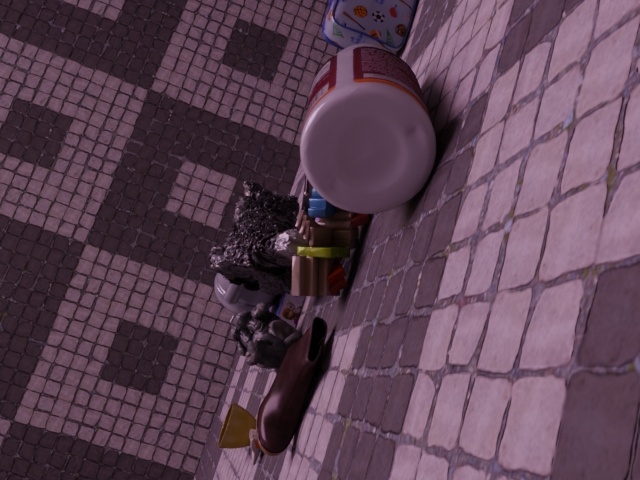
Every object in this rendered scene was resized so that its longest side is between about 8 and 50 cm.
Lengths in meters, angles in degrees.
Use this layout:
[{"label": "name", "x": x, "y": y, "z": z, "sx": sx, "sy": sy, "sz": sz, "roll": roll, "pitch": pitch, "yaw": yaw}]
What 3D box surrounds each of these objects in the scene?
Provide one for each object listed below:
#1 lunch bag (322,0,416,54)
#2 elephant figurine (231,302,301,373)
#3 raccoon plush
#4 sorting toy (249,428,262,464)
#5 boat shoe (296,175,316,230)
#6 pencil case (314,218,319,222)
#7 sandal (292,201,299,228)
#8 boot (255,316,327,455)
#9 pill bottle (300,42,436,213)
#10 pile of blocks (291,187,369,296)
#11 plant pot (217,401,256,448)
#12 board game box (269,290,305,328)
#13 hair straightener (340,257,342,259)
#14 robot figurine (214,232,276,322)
[{"label": "lunch bag", "x": 0.136, "y": -0.651, "z": 1.799, "sx": 0.115, "sy": 0.243, "sz": 0.304, "roll": 129, "pitch": 159, "yaw": -65}, {"label": "elephant figurine", "x": -0.134, "y": 0.288, "z": 1.742, "sx": 0.239, "sy": 0.186, "sz": 0.170, "roll": 36, "pitch": 145, "yaw": 56}, {"label": "raccoon plush", "x": -0.091, "y": -0.040, "z": 1.646, "sx": 0.446, "sy": 0.216, "sz": 0.299, "roll": -14, "pitch": 53, "yaw": 51}, {"label": "sorting toy", "x": -0.169, "y": 0.546, "z": 1.708, "sx": 0.083, "sy": 0.044, "sz": 0.075, "roll": -168, "pitch": 90, "yaw": -82}, {"label": "boat shoe", "x": -0.016, "y": -0.157, "z": 1.788, "sx": 0.112, "sy": 0.095, "sz": 0.335, "roll": -27, "pitch": -56, "yaw": -62}, {"label": "pencil case", "x": 0.000, "y": 0.000, "z": 1.695, "sx": 0.206, "sy": 0.088, "sz": 0.086, "roll": -70, "pitch": -13, "yaw": 13}, {"label": "sandal", "x": -0.093, "y": -0.038, "z": 2.479, "sx": 0.303, "sy": 0.086, "sz": 0.120, "roll": 96, "pitch": 180, "yaw": -52}, {"label": "boot", "x": -0.059, "y": 0.302, "z": 1.358, "sx": 0.207, "sy": 0.090, "sz": 0.249, "roll": 115, "pitch": 174, "yaw": -47}, {"label": "pill bottle", "x": 0.084, "y": -0.229, "z": 1.205, "sx": 0.392, "sy": 0.224, "sz": 0.224, "roll": -84, "pitch": 16, "yaw": -61}, {"label": "pile of blocks", "x": 0.039, "y": -0.041, "z": 1.394, "sx": 0.149, "sy": 0.112, "sz": 0.362, "roll": 43, "pitch": -124, "yaw": -52}, {"label": "plant pot", "x": -0.238, "y": 0.560, "z": 1.931, "sx": 0.134, "sy": 0.095, "sz": 0.134, "roll": -160, "pitch": 90, "yaw": -82}, {"label": "board game box", "x": -0.088, "y": 0.127, "z": 2.068, "sx": 0.318, "sy": 0.065, "sz": 0.319, "roll": 138, "pitch": 150, "yaw": -74}, {"label": "hair straightener", "x": 0.037, "y": 0.030, "z": 1.580, "sx": 0.089, "sy": 0.047, "sz": 0.230, "roll": -78, "pitch": 7, "yaw": -46}, {"label": "robot figurine", "x": -0.203, "y": 0.085, "z": 1.983, "sx": 0.354, "sy": 0.199, "sz": 0.300, "roll": -65, "pitch": -10, "yaw": 26}]
